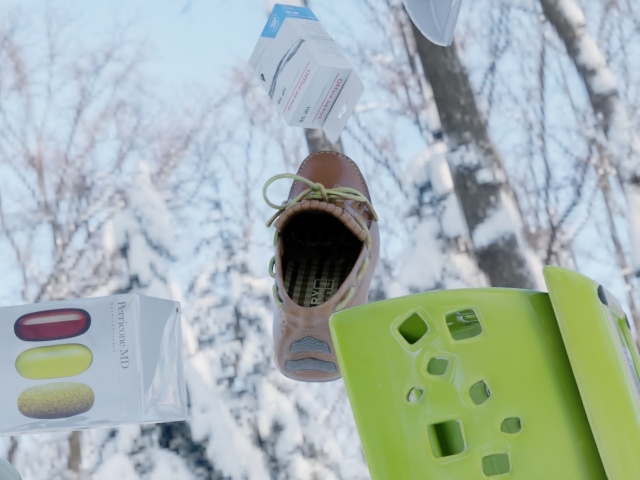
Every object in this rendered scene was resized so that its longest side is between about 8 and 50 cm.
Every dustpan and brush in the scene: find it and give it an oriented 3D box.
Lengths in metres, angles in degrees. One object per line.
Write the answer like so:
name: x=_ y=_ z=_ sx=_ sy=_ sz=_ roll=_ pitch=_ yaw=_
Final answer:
dustpan and brush: x=0.116 y=-0.356 z=1.627 sx=0.060 sy=0.211 sz=0.147 roll=-3 pitch=-48 yaw=-16

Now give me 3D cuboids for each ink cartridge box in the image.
ink cartridge box: x=-0.021 y=-0.224 z=1.748 sx=0.060 sy=0.180 sz=0.104 roll=2 pitch=-49 yaw=-36

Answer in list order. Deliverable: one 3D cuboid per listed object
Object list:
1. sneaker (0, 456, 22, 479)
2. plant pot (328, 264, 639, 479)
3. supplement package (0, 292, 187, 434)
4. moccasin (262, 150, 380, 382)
sneaker: x=-0.240 y=0.123 z=0.451 sx=0.146 sy=0.122 sz=0.330 roll=-2 pitch=10 yaw=30
plant pot: x=0.158 y=0.142 z=1.041 sx=0.207 sy=0.227 sz=0.228 roll=-20 pitch=-14 yaw=16
supplement package: x=-0.281 y=0.137 z=1.403 sx=0.244 sy=0.139 sz=0.134 roll=-7 pitch=-8 yaw=14
moccasin: x=-0.003 y=0.000 z=1.579 sx=0.139 sy=0.380 sz=0.147 roll=5 pitch=-53 yaw=9
